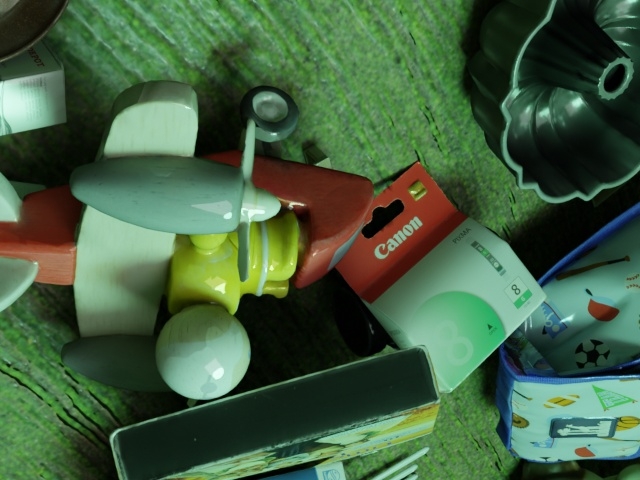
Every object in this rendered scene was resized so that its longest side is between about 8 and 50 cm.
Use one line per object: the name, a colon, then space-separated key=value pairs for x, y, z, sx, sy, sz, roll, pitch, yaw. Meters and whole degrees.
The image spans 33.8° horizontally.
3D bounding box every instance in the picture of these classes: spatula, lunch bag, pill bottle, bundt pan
spatula: x=0.055 y=0.383 z=1.537 sx=0.242 sy=0.019 sz=0.168 roll=-25 pitch=153 yaw=-19
lunch bag: x=0.417 y=0.146 z=1.473 sx=0.385 sy=0.239 sz=0.328 roll=-30 pitch=149 yaw=-9
pill bottle: x=0.131 y=0.067 z=1.326 sx=0.219 sy=0.123 sz=0.123 roll=-18 pitch=130 yaw=-23
bundt pan: x=0.309 y=-0.214 z=1.247 sx=0.331 sy=0.124 sz=0.331 roll=-18 pitch=129 yaw=-24

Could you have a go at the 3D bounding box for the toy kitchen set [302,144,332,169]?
toy kitchen set: x=-0.010 y=-0.045 z=1.183 sx=0.075 sy=0.068 sz=0.083 roll=-30 pitch=133 yaw=-14

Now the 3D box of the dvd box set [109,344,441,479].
dvd box set: x=-0.025 y=0.210 z=1.154 sx=0.307 sy=0.062 sz=0.420 roll=-15 pitch=165 yaw=0

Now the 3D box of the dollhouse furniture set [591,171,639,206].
dollhouse furniture set: x=0.443 y=-0.066 z=1.478 sx=0.114 sy=0.081 sz=0.091 roll=-38 pitch=135 yaw=-7

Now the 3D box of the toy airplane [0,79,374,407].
toy airplane: x=-0.162 y=0.026 z=0.979 sx=0.384 sy=0.272 sz=0.386 roll=-32 pitch=155 yaw=18

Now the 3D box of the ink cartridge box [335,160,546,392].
ink cartridge box: x=0.136 y=0.037 z=1.239 sx=0.181 sy=0.056 sz=0.225 roll=-40 pitch=96 yaw=-23

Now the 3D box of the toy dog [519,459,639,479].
toy dog: x=0.515 y=0.473 z=1.774 sx=0.408 sy=0.395 sz=0.284 roll=8 pitch=106 yaw=-18

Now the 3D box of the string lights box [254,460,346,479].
string lights box: x=-0.105 y=0.330 z=1.237 sx=0.259 sy=0.077 sz=0.133 roll=-8 pitch=164 yaw=-20

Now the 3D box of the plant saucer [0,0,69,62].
plant saucer: x=-0.293 y=-0.239 z=0.842 sx=0.198 sy=0.036 sz=0.198 roll=-10 pitch=109 yaw=-29

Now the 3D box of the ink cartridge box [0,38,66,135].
ink cartridge box: x=-0.296 y=-0.131 z=0.898 sx=0.135 sy=0.099 sz=0.056 roll=-15 pitch=130 yaw=-25
